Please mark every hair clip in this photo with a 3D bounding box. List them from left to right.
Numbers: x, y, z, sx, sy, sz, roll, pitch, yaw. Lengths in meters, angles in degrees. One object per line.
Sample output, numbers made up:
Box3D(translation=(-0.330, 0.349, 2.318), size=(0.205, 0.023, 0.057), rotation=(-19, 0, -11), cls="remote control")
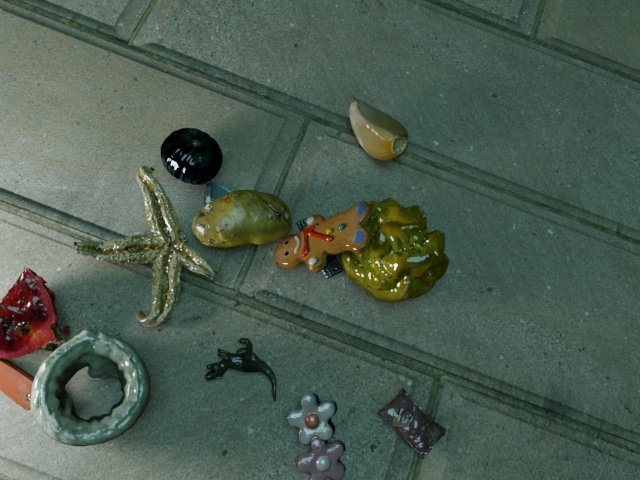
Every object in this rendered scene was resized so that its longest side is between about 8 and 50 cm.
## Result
Box3D(translation=(-0.009, 0.551, 1.581), size=(0.146, 0.075, 0.257), rotation=(-10, 77, -16), cls="hair clip")

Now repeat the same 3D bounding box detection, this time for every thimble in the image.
Box3D(translation=(-0.586, 0.377, 1.473), size=(0.291, 0.195, 0.292), rotation=(7, 68, -17), cls="thimble")

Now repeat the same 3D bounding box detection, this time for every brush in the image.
Box3D(translation=(-0.833, 0.369, 1.538), size=(0.323, 0.051, 0.070), rotation=(37, 77, 2), cls="brush")

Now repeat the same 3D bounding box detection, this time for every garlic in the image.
Box3D(translation=(0.188, -0.364, 1.871), size=(0.145, 0.164, 0.245), rotation=(-44, 76, -2), cls="garlic")

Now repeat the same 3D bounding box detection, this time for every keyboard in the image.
Box3D(translation=(-0.002, 0.019, 1.790), size=(0.061, 0.013, 0.205), rotation=(-24, 76, -16), cls="keyboard")

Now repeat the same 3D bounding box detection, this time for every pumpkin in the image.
Box3D(translation=(-0.393, -0.260, 1.758), size=(0.194, 0.150, 0.194), rotation=(2, 68, -5), cls="pumpkin")

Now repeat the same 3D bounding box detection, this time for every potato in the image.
Box3D(translation=(-0.236, -0.065, 1.719), size=(0.300, 0.140, 0.173), rotation=(-8, 77, -14), cls="potato")

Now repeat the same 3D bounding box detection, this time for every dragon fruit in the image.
Box3D(translation=(-0.789, 0.225, 1.560), size=(0.211, 0.134, 0.262), rotation=(39, 86, -6), cls="dragon fruit")

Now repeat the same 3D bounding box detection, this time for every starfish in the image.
Box3D(translation=(-0.516, 0.022, 1.679), size=(0.323, 0.082, 0.432), rotation=(-36, 84, -14), cls="starfish")

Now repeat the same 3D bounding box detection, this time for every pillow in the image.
Box3D(translation=(0.262, 0.523, 1.641), size=(0.118, 0.043, 0.185), rotation=(-41, 84, -25), cls="pillow")

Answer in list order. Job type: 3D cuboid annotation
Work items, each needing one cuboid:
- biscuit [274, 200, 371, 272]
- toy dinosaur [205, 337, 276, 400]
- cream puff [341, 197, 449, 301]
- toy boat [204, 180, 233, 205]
Box3D(translation=(-0.001, -0.002, 1.690), size=(0.323, 0.049, 0.206), rotation=(-18, 49, 26), cls="biscuit")
Box3D(translation=(-0.225, 0.378, 1.635), size=(0.187, 0.087, 0.179), rotation=(-12, 110, 4), cls="toy dinosaur")
Box3D(translation=(0.225, 0.011, 1.702), size=(0.290, 0.257, 0.325), rotation=(-16, 74, -17), cls="cream puff")
Box3D(translation=(-0.303, -0.142, 1.799), size=(0.122, 0.034, 0.096), rotation=(3, 64, -16), cls="toy boat")
